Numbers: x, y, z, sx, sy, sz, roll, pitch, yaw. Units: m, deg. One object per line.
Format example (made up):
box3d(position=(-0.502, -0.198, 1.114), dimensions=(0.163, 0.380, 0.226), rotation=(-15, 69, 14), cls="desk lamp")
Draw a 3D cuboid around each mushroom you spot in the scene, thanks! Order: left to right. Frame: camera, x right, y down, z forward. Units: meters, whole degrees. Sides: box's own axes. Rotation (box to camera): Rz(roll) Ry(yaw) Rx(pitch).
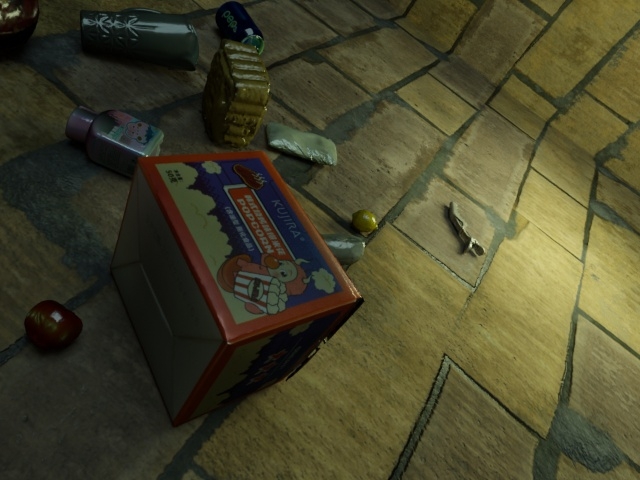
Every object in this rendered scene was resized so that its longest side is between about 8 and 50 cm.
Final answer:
box3d(position=(-0.001, 0.004, 1.212), dimensions=(0.223, 0.081, 0.092), rotation=(13, 64, -19), cls="mushroom")

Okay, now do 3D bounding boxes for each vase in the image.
box3d(position=(-0.523, -0.592, 1.391), dimensions=(0.301, 0.156, 0.251), rotation=(-5, 57, -28), cls="vase")

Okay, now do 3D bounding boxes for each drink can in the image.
box3d(position=(-0.280, -0.730, 1.685), dimensions=(0.118, 0.118, 0.204), rotation=(-9, 56, -38), cls="drink can")

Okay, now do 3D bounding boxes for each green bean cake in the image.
box3d(position=(-0.238, -0.398, 1.328), dimensions=(0.131, 0.224, 0.229), rotation=(1, 55, -32), cls="green bean cake")

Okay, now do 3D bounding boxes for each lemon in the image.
box3d(position=(0.125, -0.053, 1.356), dimensions=(0.083, 0.062, 0.062), rotation=(29, 42, -4), cls="lemon")

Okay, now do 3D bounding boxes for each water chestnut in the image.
box3d(position=(-0.807, -0.584, 1.103), dimensions=(0.300, 0.300, 0.300), rotation=(18, 44, -18), cls="water chestnut")

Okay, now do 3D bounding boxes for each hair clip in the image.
box3d(position=(0.456, -0.044, 1.577), dimensions=(0.072, 0.034, 0.225), rotation=(3, 50, -29), cls="hair clip")

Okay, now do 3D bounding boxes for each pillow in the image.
box3d(position=(-0.056, -0.297, 1.476), dimensions=(0.229, 0.051, 0.128), rotation=(15, 43, -18), cls="pillow")

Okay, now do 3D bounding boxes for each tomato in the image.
box3d(position=(-0.445, 0.141, 0.802), dimensions=(0.087, 0.087, 0.075), rotation=(36, 70, 2), cls="tomato")

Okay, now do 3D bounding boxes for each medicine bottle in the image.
box3d(position=(-0.475, -0.233, 1.117), dimensions=(0.188, 0.094, 0.119), rotation=(24, 44, -11), cls="medicine bottle")

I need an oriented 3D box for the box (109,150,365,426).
box3d(position=(-0.172, 0.074, 0.858), dimensions=(0.257, 0.318, 0.348), rotation=(-11, 58, -41), cls="box")
